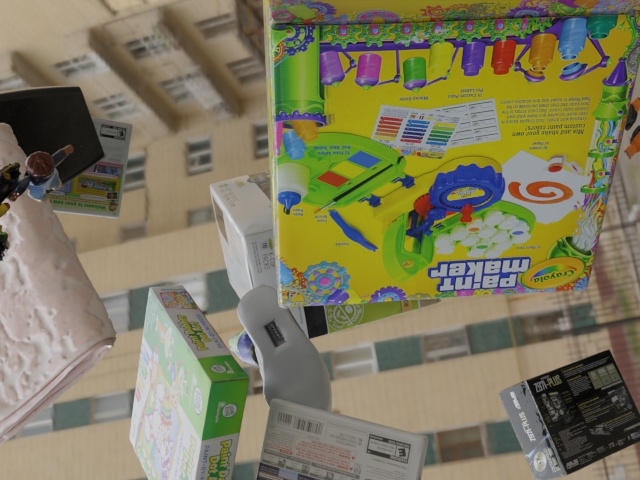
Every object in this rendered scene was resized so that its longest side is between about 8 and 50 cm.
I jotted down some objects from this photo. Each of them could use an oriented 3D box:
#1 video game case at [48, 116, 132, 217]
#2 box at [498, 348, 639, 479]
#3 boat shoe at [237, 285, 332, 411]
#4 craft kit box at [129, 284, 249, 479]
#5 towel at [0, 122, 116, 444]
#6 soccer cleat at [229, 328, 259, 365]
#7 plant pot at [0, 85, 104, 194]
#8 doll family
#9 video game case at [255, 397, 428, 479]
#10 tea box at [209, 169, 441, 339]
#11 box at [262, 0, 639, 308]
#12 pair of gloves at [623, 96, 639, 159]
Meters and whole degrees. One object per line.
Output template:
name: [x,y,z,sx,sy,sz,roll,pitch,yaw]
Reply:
video game case: [-0.478,-0.149,1.767,0.212,0.023,0.193,6,-85,-39]
box: [0.385,0.265,1.380,0.077,0.180,0.147,-45,64,57]
boat shoe: [-0.047,0.181,1.305,0.267,0.096,0.088,54,174,44]
craft kit box: [-0.178,0.223,1.176,0.246,0.061,0.250,39,124,51]
towel: [-0.420,0.074,1.090,0.332,0.317,0.053,57,-162,21]
soccer cleat: [-0.063,0.158,1.844,0.289,0.121,0.093,-30,-62,-38]
plant pot: [-0.479,-0.182,1.558,0.187,0.167,0.188,21,131,65]
doll family: [-0.330,-0.032,0.923,0.193,0.076,0.111,-59,2,-17]
video game case: [0.016,0.300,1.084,0.023,0.201,0.183,14,-93,-68]
tea box: [0.000,0.000,1.634,0.329,0.323,0.220,-130,27,-65]
box: [0.098,-0.104,0.814,0.177,0.290,0.279,-99,8,-53]
pair of gloves: [0.509,-0.182,1.473,0.083,0.074,0.010,53,164,-24]
